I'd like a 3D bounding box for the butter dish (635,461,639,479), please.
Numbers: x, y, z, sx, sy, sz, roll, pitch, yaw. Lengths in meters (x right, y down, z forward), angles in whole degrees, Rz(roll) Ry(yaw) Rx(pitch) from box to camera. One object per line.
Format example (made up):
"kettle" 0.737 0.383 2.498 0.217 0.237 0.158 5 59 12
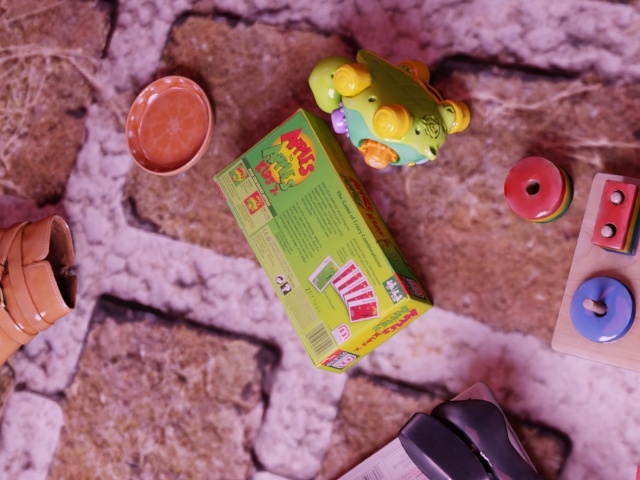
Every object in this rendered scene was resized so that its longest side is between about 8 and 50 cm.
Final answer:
"butter dish" 0.258 0.182 1.122 0.118 0.159 0.160 -33 63 45

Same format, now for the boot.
"boot" -0.267 0.080 1.461 0.152 0.073 0.197 -17 74 21

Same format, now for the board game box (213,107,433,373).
"board game box" 0.000 0.000 1.344 0.092 0.043 0.181 -37 65 17

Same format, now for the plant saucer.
"plant saucer" -0.122 -0.094 1.449 0.083 0.013 0.084 -6 78 28

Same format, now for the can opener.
"can opener" 0.137 0.177 1.207 0.186 0.059 0.073 41 71 19

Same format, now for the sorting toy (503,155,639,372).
"sorting toy" 0.237 0.026 1.206 0.274 0.046 0.132 13 86 30

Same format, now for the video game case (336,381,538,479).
"video game case" 0.089 0.203 1.267 0.157 0.019 0.143 -37 65 17

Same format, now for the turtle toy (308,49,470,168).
"turtle toy" 0.043 -0.099 1.322 0.130 0.095 0.066 48 125 28
